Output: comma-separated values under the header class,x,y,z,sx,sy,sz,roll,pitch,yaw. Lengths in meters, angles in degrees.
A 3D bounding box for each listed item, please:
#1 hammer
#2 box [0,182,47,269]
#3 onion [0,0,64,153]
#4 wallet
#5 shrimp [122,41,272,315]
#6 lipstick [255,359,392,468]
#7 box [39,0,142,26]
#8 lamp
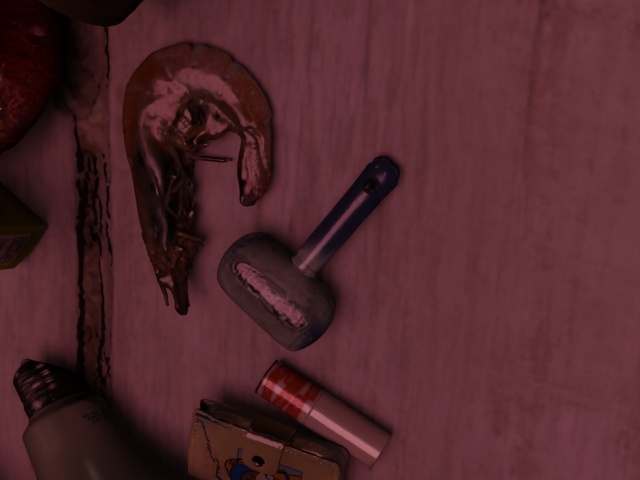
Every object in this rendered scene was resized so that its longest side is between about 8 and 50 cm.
class,x,y,z,sx,sy,sz,roll,pitch,yaw
hammer,0.000,0.000,1.020,0.116,0.069,0.194,42,104,5
box,-0.395,-0.075,1.064,0.260,0.175,0.062,41,96,5
onion,-0.327,-0.168,1.037,0.184,0.147,0.184,-6,79,32
wallet,-0.052,0.215,1.082,0.155,0.039,0.110,18,133,13
shrimp,-0.113,-0.055,1.046,0.143,0.052,0.251,1,103,16
lipstick,0.003,0.163,1.068,0.130,0.038,0.038,33,111,8
box,-0.188,-0.341,0.885,0.216,0.301,0.301,-37,90,16
lamp,-0.197,0.261,1.121,0.182,0.182,0.314,-36,57,23
